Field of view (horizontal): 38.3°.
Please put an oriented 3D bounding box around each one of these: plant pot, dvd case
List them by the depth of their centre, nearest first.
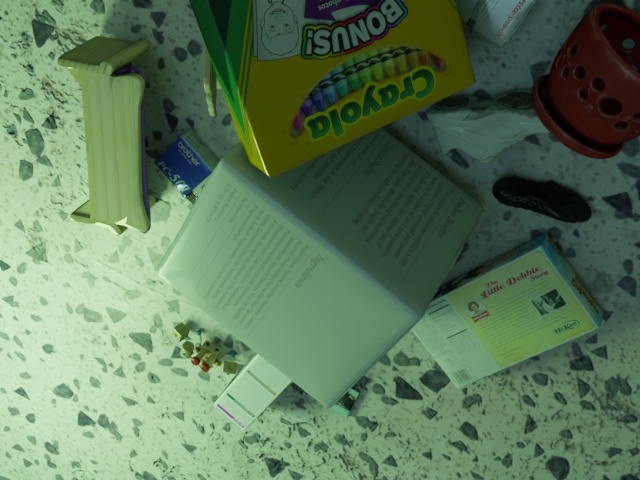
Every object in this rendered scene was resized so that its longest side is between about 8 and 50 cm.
[{"bbox_3d":[0.428,-0.227,1.378,0.191,0.191,0.174,38,130,2],"label":"plant pot"},{"bbox_3d":[0.020,0.325,1.984,0.119,0.013,0.087,29,125,9],"label":"dvd case"}]

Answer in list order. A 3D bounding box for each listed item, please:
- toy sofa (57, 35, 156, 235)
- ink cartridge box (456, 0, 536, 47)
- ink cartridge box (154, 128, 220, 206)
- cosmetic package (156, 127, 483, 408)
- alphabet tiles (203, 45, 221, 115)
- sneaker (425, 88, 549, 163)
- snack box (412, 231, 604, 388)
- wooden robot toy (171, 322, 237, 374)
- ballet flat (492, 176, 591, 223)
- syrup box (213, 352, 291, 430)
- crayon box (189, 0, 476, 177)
[{"bbox_3d":[-0.385,-0.201,1.797,0.177,0.150,0.363,12,121,14],"label":"toy sofa"},{"bbox_3d":[0.259,-0.392,1.441,0.150,0.063,0.109,35,126,3],"label":"ink cartridge box"},{"bbox_3d":[-0.226,-0.110,1.836,0.097,0.046,0.207,-36,98,34],"label":"ink cartridge box"},{"bbox_3d":[0.000,0.000,1.598,0.393,0.329,0.327,38,133,1],"label":"cosmetic package"},{"bbox_3d":[-0.174,-0.362,1.535,0.021,0.284,0.278,2,79,-3],"label":"alphabet tiles"},{"bbox_3d":[0.296,-0.184,1.537,0.232,0.090,0.115,4,126,33],"label":"sneaker"},{"bbox_3d":[0.331,0.136,1.704,0.322,0.060,0.187,-31,101,35],"label":"snack box"},{"bbox_3d":[-0.265,0.263,2.052,0.173,0.076,0.079,32,137,6],"label":"wooden robot toy"},{"bbox_3d":[0.380,-0.070,1.584,0.173,0.049,0.058,19,81,13],"label":"ballet flat"},{"bbox_3d":[-0.126,0.299,1.988,0.096,0.093,0.237,41,126,-1],"label":"syrup box"},{"bbox_3d":[0.020,-0.310,1.334,0.106,0.362,0.313,34,147,62],"label":"crayon box"}]
